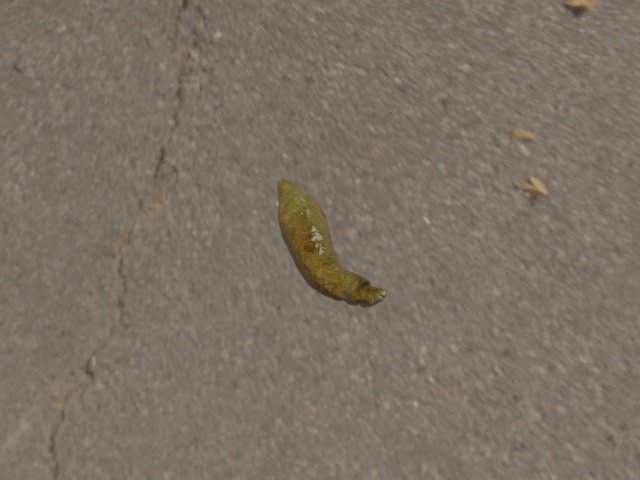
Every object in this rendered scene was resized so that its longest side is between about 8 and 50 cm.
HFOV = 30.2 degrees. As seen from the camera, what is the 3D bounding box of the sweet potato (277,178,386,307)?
[{"bbox_3d":[-0.002,0.006,0.868,0.038,0.153,0.041,5,125,-38],"label":"sweet potato"}]
